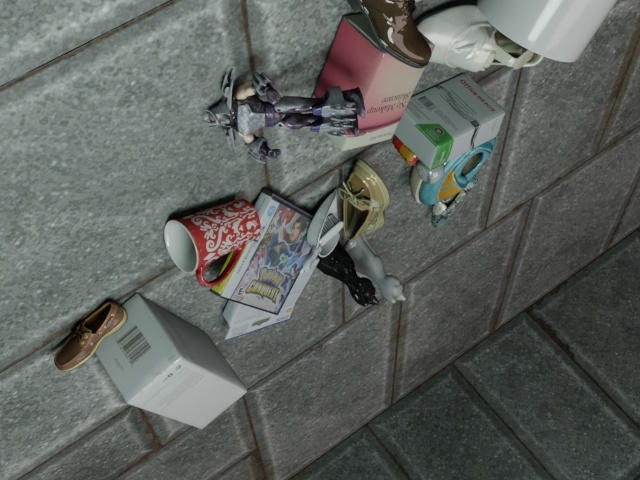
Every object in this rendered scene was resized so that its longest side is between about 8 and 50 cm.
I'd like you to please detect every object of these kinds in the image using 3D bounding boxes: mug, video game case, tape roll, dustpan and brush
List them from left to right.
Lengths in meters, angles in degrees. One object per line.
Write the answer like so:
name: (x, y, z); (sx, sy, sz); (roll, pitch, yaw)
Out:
mug: (-0.215, -0.002, 1.814); (0.169, 0.113, 0.150); (-26, 139, -36)
video game case: (-0.110, 0.033, 2.003); (0.248, 0.035, 0.275); (-63, 152, 0)
dustpan and brush: (0.000, 0.000, 2.056); (0.211, 0.060, 0.147); (-45, 148, -32)
tape roll: (0.461, -0.497, 1.807); (0.246, 0.246, 0.169); (-13, 142, -44)

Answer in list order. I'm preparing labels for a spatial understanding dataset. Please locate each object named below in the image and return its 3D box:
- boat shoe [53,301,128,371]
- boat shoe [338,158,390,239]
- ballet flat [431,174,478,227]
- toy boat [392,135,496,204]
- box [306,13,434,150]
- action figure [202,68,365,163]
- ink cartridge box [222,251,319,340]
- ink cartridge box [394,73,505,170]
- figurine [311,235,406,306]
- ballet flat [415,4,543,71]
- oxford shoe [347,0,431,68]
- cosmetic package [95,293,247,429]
boat shoe: (-0.475, 0.190, 1.821); (0.178, 0.064, 0.060); (-43, 149, -10)
boat shoe: (0.098, -0.085, 2.106); (0.089, 0.104, 0.285); (-37, 154, -14)
ballet flat: (0.349, -0.119, 2.451); (0.188, 0.070, 0.070); (-53, 151, 19)
toy boat: (0.298, -0.185, 2.170); (0.318, 0.148, 0.267); (2, 131, -55)
box: (0.093, -0.309, 1.735); (0.148, 0.127, 0.232); (-19, 146, -39)
action figure: (-0.069, -0.226, 1.605); (0.285, 0.099, 0.185); (-4, 146, -8)
ink cartridge box: (-0.130, 0.132, 2.197); (0.223, 0.045, 0.224); (-14, 142, -43)
ink cartridge box: (0.287, -0.270, 2.022); (0.208, 0.153, 0.087); (-27, 151, -24)
figurine: (0.106, 0.085, 2.257); (0.215, 0.209, 0.092); (-1, 133, -53)
ballet flat: (0.352, -0.419, 1.907); (0.400, 0.139, 0.139); (-13, 142, -43)
oxford shoe: (0.133, -0.393, 1.562); (0.096, 0.227, 0.083); (-17, -141, 42)
cosmetic package: (-0.330, 0.277, 1.993); (0.155, 0.197, 0.365); (-41, 152, -1)
